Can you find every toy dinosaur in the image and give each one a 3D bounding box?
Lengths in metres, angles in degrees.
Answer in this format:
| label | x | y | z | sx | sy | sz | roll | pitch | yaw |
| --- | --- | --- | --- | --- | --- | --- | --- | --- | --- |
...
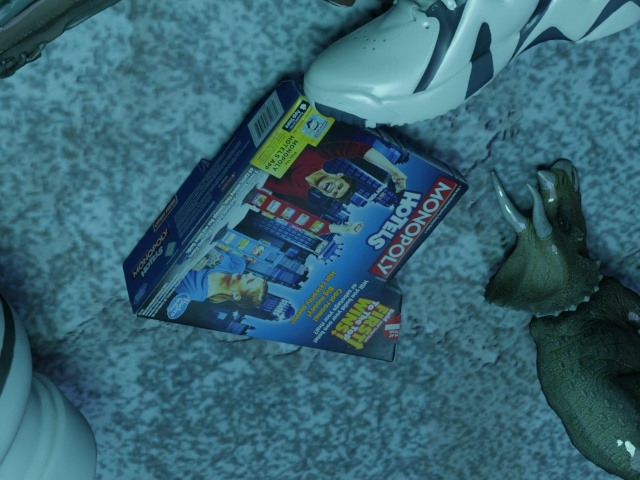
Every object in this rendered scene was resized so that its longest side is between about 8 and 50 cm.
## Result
| label | x | y | z | sx | sy | sz | roll | pitch | yaw |
| --- | --- | --- | --- | --- | --- | --- | --- | --- | --- |
| toy dinosaur | 0.209 | 0.102 | 1.073 | 0.160 | 0.314 | 0.121 | -5 | 158 | -41 |

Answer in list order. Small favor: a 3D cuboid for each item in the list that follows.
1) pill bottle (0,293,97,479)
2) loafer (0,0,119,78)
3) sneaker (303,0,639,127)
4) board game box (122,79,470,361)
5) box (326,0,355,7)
| label | x | y | z | sx | sy | sz | roll | pitch | yaw |
| --- | --- | --- | --- | --- | --- | --- | --- | --- | --- |
| pill bottle | -0.305 | 0.066 | 0.892 | 0.210 | 0.210 | 0.363 | -31 | 128 | 8 |
| loafer | -0.163 | -0.134 | 0.860 | 0.267 | 0.096 | 0.084 | -32 | 134 | 6 |
| sneaker | 0.087 | -0.173 | 0.897 | 0.235 | 0.094 | 0.153 | -20 | 126 | -5 |
| board game box | 0.000 | 0.000 | 1.026 | 0.194 | 0.060 | 0.194 | 26 | 115 | -31 |
| box | 0.008 | -0.310 | 0.663 | 0.191 | 0.143 | 0.381 | 3 | 118 | -56 |
